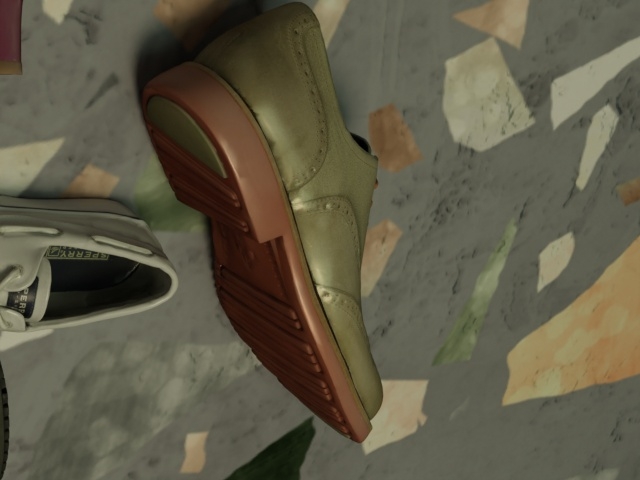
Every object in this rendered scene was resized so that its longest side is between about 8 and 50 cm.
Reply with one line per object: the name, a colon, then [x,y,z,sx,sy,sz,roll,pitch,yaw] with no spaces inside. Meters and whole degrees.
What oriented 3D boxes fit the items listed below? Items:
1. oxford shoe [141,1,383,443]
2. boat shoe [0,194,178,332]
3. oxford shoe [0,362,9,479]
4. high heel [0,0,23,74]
oxford shoe: [0.000,0.000,1.416,0.146,0.140,0.397,-41,140,-21]
boat shoe: [-0.213,0.019,1.282,0.258,0.084,0.095,-9,124,-36]
oxford shoe: [-0.274,0.148,1.294,0.096,0.083,0.227,1,136,-31]
high heel: [-0.278,-0.184,0.997,0.377,0.127,0.181,-6,97,-68]
